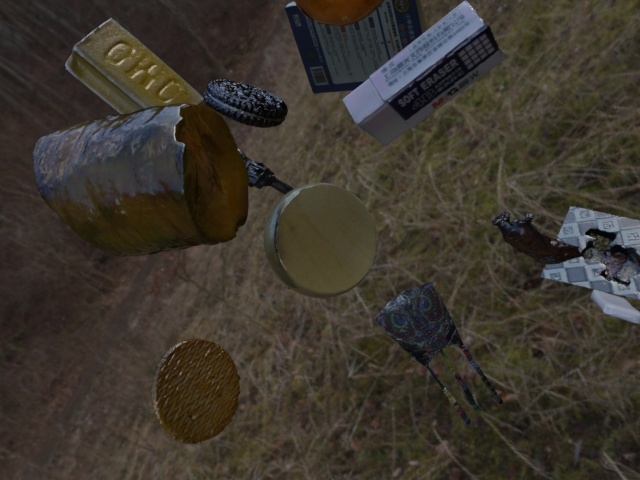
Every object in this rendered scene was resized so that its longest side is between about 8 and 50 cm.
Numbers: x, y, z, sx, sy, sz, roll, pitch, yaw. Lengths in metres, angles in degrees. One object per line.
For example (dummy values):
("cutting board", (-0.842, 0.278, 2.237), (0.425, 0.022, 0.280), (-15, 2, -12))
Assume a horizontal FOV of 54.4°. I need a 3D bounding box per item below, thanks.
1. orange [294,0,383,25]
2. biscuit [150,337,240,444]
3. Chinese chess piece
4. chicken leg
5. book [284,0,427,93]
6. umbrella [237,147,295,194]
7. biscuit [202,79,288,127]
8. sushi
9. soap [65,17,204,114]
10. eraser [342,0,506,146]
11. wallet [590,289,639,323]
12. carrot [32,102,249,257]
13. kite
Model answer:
("orange", (0.039, -0.578, 1.302), (0.246, 0.246, 0.246), (-53, 15, 22))
("biscuit", (-0.299, 0.359, 1.502), (0.035, 0.254, 0.254), (-17, 41, 43))
("Chinese chess piece", (0.000, 0.000, 1.348), (0.251, 0.250, 0.097), (-63, 15, -15))
("chicken leg", (0.529, 0.000, 1.528), (0.105, 0.233, 0.063), (-43, 17, 58))
("book", (0.117, -0.590, 1.858), (0.427, 0.300, 0.039), (4, 41, 32))
("umbrella", (-0.238, -0.244, 2.168), (0.118, 0.340, 0.118), (-62, 6, 12))
("biscuit", (-0.162, -0.303, 1.375), (0.194, 0.194, 0.053), (-92, 20, -65))
("sushi", (0.832, 0.047, 1.829), (0.292, 0.059, 0.294), (16, 58, 35))
("soap", (-0.418, -0.360, 1.421), (0.089, 0.274, 0.173), (-37, 21, 39))
("eraser", (0.194, -0.303, 1.172), (0.287, 0.130, 0.086), (-36, 58, 19))
("wallet", (0.738, 0.164, 1.558), (0.190, 0.095, 0.033), (-23, -49, -74))
("carrot", (-0.279, -0.094, 1.020), (0.340, 0.241, 0.242), (-5, 48, 30))
("kite", (0.240, 0.219, 1.214), (0.152, 0.285, 0.015), (-30, -13, -22))
